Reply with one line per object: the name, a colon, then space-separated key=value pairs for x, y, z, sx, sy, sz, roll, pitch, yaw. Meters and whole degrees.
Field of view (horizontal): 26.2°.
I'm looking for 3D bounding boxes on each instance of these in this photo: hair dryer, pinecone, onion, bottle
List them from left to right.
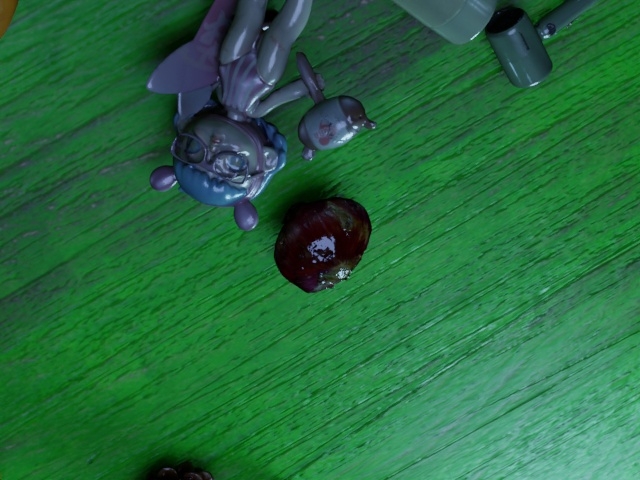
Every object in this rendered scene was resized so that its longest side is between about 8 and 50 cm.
pinecone: x=-0.150 y=0.296 z=1.488 sx=0.102 sy=0.109 sz=0.102 roll=-6 pitch=110 yaw=-18
onion: x=0.000 y=0.000 z=1.377 sx=0.107 sy=0.097 sz=0.107 roll=-39 pitch=162 yaw=-15
bottle: x=0.070 y=-0.259 z=1.256 sx=0.201 sy=0.072 sz=0.072 roll=31 pitch=106 yaw=-30
hair dryer: x=0.237 y=-0.219 z=1.354 sx=0.150 sy=0.047 sz=0.071 roll=-35 pitch=123 yaw=-3

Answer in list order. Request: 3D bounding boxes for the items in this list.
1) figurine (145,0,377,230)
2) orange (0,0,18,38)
figurine: x=-0.046 y=-0.138 z=1.262 sx=0.205 sy=0.103 sz=0.260 roll=21 pitch=109 yaw=0
orange: x=-0.344 y=-0.225 z=1.051 sx=0.240 sy=0.240 sz=0.240 roll=-8 pitch=122 yaw=-13
